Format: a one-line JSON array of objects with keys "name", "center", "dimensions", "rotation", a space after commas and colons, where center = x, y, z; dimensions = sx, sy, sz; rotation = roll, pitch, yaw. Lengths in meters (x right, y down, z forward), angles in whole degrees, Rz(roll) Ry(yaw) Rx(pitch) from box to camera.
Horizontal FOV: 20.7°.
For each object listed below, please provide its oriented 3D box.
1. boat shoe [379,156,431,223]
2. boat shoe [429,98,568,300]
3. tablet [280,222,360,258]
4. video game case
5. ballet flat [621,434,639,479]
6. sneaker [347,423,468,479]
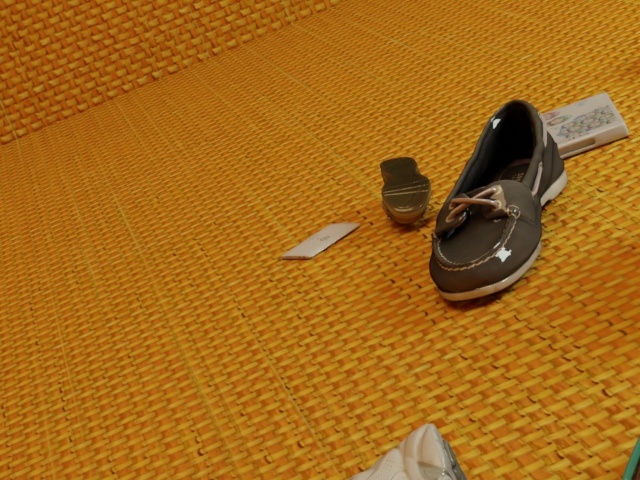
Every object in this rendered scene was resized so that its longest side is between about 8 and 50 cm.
[{"name": "boat shoe", "center": [0.093, -0.047, 1.932], "dimensions": [0.056, 0.048, 0.153], "rotation": [-10, 22, -3]}, {"name": "boat shoe", "center": [0.166, -0.044, 1.716], "dimensions": [0.112, 0.095, 0.335], "rotation": [-15, 17, 24]}, {"name": "tablet", "center": [0.000, 0.000, 1.951], "dimensions": [0.083, 0.006, 0.054], "rotation": [-34, 20, -34]}, {"name": "video game case", "center": [0.266, -0.120, 1.973], "dimensions": [0.143, 0.019, 0.157], "rotation": [-19, 16, 7]}, {"name": "ballet flat", "center": [0.246, 0.127, 1.046], "dimensions": [0.123, 0.123, 0.348], "rotation": [-15, 17, 24]}, {"name": "sneaker", "center": [0.050, 0.200, 1.126], "dimensions": [0.115, 0.090, 0.232], "rotation": [-28, 7, 4]}]
